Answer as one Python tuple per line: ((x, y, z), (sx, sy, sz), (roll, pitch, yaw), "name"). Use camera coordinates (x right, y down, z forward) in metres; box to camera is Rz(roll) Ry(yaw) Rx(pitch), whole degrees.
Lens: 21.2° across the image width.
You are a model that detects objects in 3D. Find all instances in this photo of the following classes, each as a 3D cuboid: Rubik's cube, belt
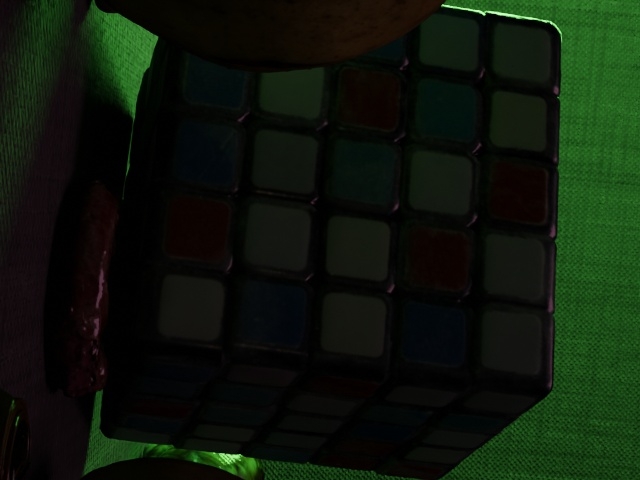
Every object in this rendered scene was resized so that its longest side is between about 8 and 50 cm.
((0.000, 0.000, 1.268), (0.292, 0.287, 0.293), (119, -24, -66), "Rubik's cube")
((-0.160, 0.102, 0.820), (0.083, 0.036, 0.059), (-91, -175, -79), "belt")

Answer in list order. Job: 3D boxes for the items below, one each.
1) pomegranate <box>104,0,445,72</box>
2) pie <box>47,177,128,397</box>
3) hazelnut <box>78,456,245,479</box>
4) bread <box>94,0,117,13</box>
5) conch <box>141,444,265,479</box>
((-0.020, -0.227, 0.945), (0.281, 0.281, 0.281), (5, 90, -90), "pomegranate")
((-0.151, 0.031, 1.126), (0.154, 0.036, 0.154), (-175, -90, -89), "pie")
((-0.092, 0.236, 1.062), (0.214, 0.176, 0.214), (61, 13, -25), "hazelnut")
((-0.132, -0.193, 1.122), (0.049, 0.034, 0.088), (132, -37, -81), "bread")
((-0.130, 0.270, 1.653), (0.187, 0.124, 0.181), (-60, -165, 10), "conch")
